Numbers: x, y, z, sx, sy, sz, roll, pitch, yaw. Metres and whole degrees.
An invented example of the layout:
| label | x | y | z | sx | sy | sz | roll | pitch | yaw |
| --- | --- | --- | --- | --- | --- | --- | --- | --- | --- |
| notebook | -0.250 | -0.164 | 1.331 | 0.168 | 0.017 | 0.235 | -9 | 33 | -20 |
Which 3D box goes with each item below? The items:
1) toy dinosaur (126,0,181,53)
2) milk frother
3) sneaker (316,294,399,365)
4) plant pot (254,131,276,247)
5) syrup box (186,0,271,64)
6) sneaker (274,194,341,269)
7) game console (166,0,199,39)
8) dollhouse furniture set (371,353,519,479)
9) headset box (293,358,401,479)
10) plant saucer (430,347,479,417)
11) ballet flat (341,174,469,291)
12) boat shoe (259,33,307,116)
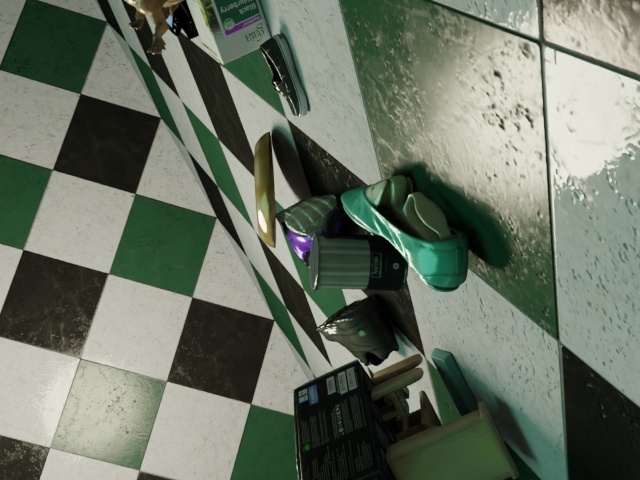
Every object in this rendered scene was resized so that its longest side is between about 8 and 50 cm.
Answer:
| label | x | y | z | sx | sy | sz | roll | pitch | yaw |
| --- | --- | --- | --- | --- | --- | --- | --- | --- | --- |
| toy dinosaur | -0.263 | -0.450 | 1.195 | 0.127 | 0.295 | 0.201 | 25 | 131 | 22 |
| milk frother | 0.050 | 0.020 | 1.079 | 0.143 | 0.134 | 0.129 | 121 | 150 | -72 |
| sneaker | 0.076 | 0.193 | 1.431 | 0.130 | 0.109 | 0.286 | 55 | 169 | 1 |
| plant pot | -0.112 | -0.101 | 1.441 | 0.236 | 0.032 | 0.237 | 177 | 90 | -90 |
| syrup box | -0.164 | -0.407 | 1.104 | 0.096 | 0.093 | 0.237 | 45 | 159 | 49 |
| sneaker | 0.001 | 0.000 | 1.325 | 0.146 | 0.102 | 0.293 | 64 | 174 | -10 |
| game console | -0.338 | -0.535 | 1.594 | 0.213 | 0.043 | 0.361 | 59 | 169 | -6 |
| dollhouse furniture set | 0.199 | 0.304 | 1.125 | 0.212 | 0.160 | 0.242 | 62 | -170 | -5 |
| headset box | 0.083 | 0.389 | 1.164 | 0.283 | 0.131 | 0.246 | 57 | -168 | -29 |
| plant saucer | 0.234 | 0.265 | 1.152 | 0.192 | 0.018 | 0.067 | 61 | 168 | -5 |
| ballet flat | 0.110 | -0.033 | 0.908 | 0.247 | 0.083 | 0.087 | 47 | 136 | 47 |
| boat shoe | -0.059 | -0.257 | 1.131 | 0.049 | 0.040 | 0.142 | 44 | 158 | 53 |
